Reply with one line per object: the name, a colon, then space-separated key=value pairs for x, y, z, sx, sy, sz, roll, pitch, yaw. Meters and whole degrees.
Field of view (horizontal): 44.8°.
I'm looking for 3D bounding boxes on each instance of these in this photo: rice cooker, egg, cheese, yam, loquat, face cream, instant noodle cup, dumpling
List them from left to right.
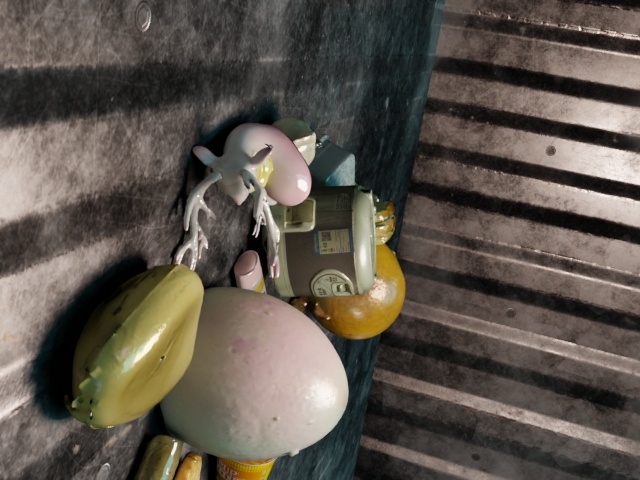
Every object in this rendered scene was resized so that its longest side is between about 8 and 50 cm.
yam: x=-0.355 y=0.556 z=1.483 sx=0.083 sy=0.083 sz=0.371 roll=65 pitch=40 yaw=-67
cheese: x=-0.299 y=0.179 z=1.261 sx=0.316 sy=0.128 sz=0.259 roll=-35 pitch=139 yaw=-65
instant noodle cup: x=-0.196 y=0.576 z=1.962 sx=0.168 sy=0.168 sz=0.185 roll=-46 pitch=155 yaw=-62
face cream: x=-0.161 y=0.113 z=1.831 sx=0.198 sy=0.057 sz=0.084 roll=85 pitch=23 yaw=-51
egg: x=-0.110 y=0.290 z=1.615 sx=0.354 sy=0.340 sz=0.354 roll=11 pitch=90 yaw=-73
dumpling: x=-0.083 y=-0.202 z=1.741 sx=0.151 sy=0.124 sz=0.229 roll=-36 pitch=-175 yaw=-3
rice cooker: x=-0.003 y=0.002 z=1.889 sx=0.288 sy=0.277 sz=0.288 roll=-2 pitch=90 yaw=-84
loquat: x=0.078 y=0.141 z=2.298 sx=0.360 sy=0.328 sz=0.328 roll=-22 pitch=142 yaw=-14

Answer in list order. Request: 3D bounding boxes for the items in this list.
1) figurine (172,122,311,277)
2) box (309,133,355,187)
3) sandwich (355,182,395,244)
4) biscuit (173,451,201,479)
figurine: x=-0.135 y=-0.080 z=1.509 sx=0.316 sy=0.207 sz=0.284 roll=-26 pitch=117 yaw=-65
box: x=0.004 y=-0.152 z=2.055 sx=0.162 sy=0.130 sz=0.227 roll=-47 pitch=150 yaw=-33
sandwich: x=0.107 y=-0.089 z=2.257 sx=0.288 sy=0.254 sz=0.099 roll=-56 pitch=145 yaw=-58
biscuit: x=-0.295 y=0.555 z=1.649 sx=0.309 sy=0.040 sz=0.204 roll=107 pitch=-1 yaw=-56
